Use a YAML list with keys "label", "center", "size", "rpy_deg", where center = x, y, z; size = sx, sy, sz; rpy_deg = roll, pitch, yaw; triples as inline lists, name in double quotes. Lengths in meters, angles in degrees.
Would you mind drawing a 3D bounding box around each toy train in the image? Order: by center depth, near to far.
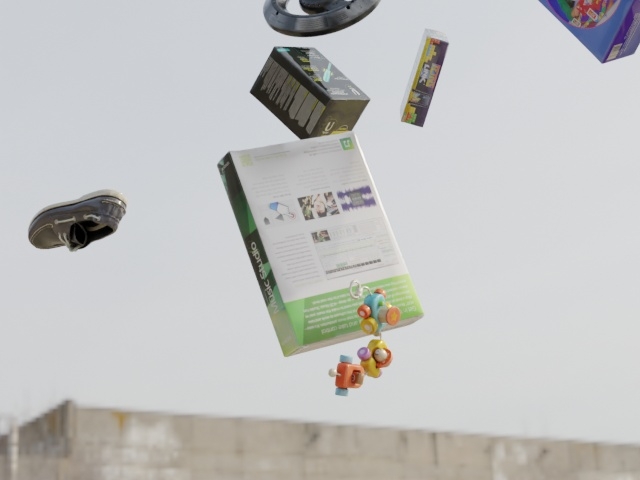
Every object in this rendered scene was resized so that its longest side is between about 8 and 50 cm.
- label: "toy train"
  center: [0.069, 0.143, 1.902]
  size: [0.046, 0.166, 0.125]
  rpy_deg: [5, -9, 33]

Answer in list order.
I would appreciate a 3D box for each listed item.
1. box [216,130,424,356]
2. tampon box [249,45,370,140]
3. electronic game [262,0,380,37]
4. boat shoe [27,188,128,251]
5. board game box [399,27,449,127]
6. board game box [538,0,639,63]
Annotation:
- label: "box"
  center: [0.000, 0.000, 2.042]
  size: [0.232, 0.322, 0.058]
  rpy_deg: [-12, -17, -30]
- label: "tampon box"
  center: [-0.019, -0.256, 2.369]
  size: [0.120, 0.161, 0.101]
  rpy_deg: [-8, -44, -52]
- label: "electronic game"
  center: [0.005, -0.447, 2.483]
  size: [0.229, 0.229, 0.048]
  rpy_deg: [-7, -50, 12]
- label: "boat shoe"
  center: [-0.385, -0.018, 2.081]
  size: [0.206, 0.065, 0.075]
  rpy_deg: [-20, -40, 33]
- label: "board game box"
  center: [0.200, -0.315, 2.583]
  size: [0.048, 0.170, 0.141]
  rpy_deg: [16, 17, -3]
- label: "board game box"
  center: [0.446, -0.479, 2.042]
  size: [0.078, 0.233, 0.347]
  rpy_deg: [-19, -33, -32]
